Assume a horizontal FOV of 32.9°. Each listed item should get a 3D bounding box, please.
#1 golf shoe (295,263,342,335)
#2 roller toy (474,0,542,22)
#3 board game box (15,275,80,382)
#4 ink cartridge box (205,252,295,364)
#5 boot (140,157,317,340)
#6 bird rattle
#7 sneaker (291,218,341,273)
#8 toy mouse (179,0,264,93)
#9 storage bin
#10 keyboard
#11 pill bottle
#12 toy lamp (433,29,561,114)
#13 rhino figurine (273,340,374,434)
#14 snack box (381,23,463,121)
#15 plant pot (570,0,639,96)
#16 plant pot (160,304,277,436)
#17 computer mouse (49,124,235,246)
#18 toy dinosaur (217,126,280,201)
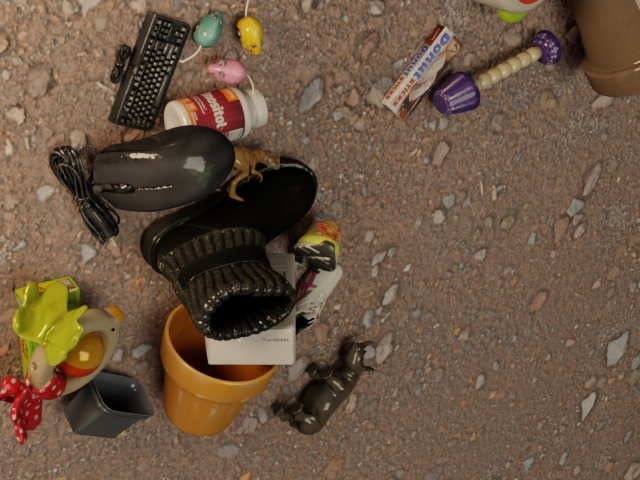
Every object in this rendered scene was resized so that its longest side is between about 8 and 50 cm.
[{"bbox_3d":[-0.018,0.120,2.033,0.186,0.086,0.067,-47,133,-7],"label":"golf shoe"},{"bbox_3d":[0.318,-0.502,1.873,0.191,0.146,0.209,20,97,-52],"label":"roller toy"},{"bbox_3d":[-0.437,0.154,1.760,0.092,0.043,0.181,-15,124,-30],"label":"board game box"},{"bbox_3d":[-0.116,0.114,1.838,0.148,0.203,0.086,0,128,-1],"label":"ink cartridge box"},{"bbox_3d":[-0.100,0.014,1.782,0.348,0.260,0.131,-31,130,-18],"label":"boot"},{"bbox_3d":[-0.400,0.192,1.699,0.207,0.143,0.253,-13,127,-51],"label":"bird rattle"},{"bbox_3d":[0.000,0.000,1.927,0.081,0.208,0.094,32,82,-8],"label":"sneaker"},{"bbox_3d":[-0.150,-0.299,1.689,0.143,0.031,0.161,-18,105,-21],"label":"toy mouse"},{"bbox_3d":[-0.371,0.284,1.858,0.091,0.098,0.135,-41,151,14],"label":"storage bin"},{"bbox_3d":[-0.270,-0.258,1.655,0.108,0.023,0.180,11,108,-41],"label":"keyboard"},{"bbox_3d":[-0.165,-0.196,1.728,0.152,0.086,0.086,-19,126,-29],"label":"pill bottle"},{"bbox_3d":[0.331,-0.312,2.047,0.275,0.080,0.080,-27,130,-23],"label":"toy lamp"},{"bbox_3d":[0.022,0.290,2.175,0.243,0.073,0.106,-46,130,-7],"label":"rhino figurine"},{"bbox_3d":[0.186,-0.305,1.976,0.178,0.022,0.064,-53,133,2],"label":"snack box"},{"bbox_3d":[0.587,-0.443,2.076,0.263,0.263,0.229,-44,115,-8],"label":"plant pot"},{"bbox_3d":[-0.193,0.237,1.908,0.205,0.205,0.188,-7,136,-34],"label":"plant pot"},{"bbox_3d":[-0.260,-0.088,1.649,0.272,0.072,0.188,-17,127,8],"label":"computer mouse"},{"bbox_3d":[-0.144,-0.128,1.752,0.211,0.064,0.112,4,111,-63],"label":"toy dinosaur"}]
